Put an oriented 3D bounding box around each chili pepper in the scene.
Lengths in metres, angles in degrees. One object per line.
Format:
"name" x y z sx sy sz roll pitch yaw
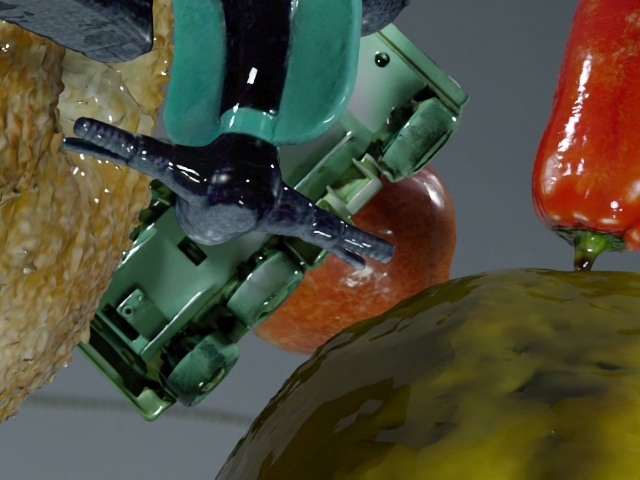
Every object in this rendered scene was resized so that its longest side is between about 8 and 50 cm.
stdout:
"chili pepper" 0.143 -0.073 0.831 0.063 0.071 0.272 41 53 -47

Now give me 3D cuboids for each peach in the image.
"peach" 0.000 0.000 1.675 0.256 0.232 0.232 15 61 -2

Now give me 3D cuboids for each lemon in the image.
"lemon" 0.081 0.138 0.582 0.316 0.285 0.285 19 57 -45

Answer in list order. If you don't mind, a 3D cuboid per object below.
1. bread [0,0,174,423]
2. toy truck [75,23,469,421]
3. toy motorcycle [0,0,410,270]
"bread" -0.135 -0.064 0.544 0.158 0.305 0.306 9 60 11
"toy truck" -0.039 -0.025 1.023 0.128 0.135 0.259 44 93 8
"toy motorcycle" -0.039 -0.056 0.348 0.173 0.058 0.100 18 72 -50
